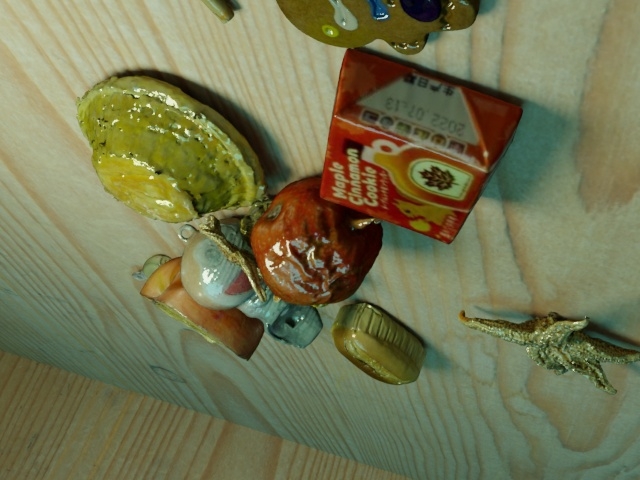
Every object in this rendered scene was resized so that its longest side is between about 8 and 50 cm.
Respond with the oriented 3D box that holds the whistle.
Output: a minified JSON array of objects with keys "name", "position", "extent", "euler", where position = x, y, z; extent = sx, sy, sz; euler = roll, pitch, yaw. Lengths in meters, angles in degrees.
[{"name":"whistle","position":[-0.127,0.083,1.447],"extent":[0.348,0.189,0.189],"euler":[40,149,-16]}]

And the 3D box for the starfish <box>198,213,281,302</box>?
[{"name":"starfish","position":[-0.135,0.020,1.286],"extent":[0.209,0.053,0.150],"euler":[47,178,36]}]

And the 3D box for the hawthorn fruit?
[{"name":"hawthorn fruit","position":[0.013,-0.010,1.180],"extent":[0.207,0.207,0.243],"euler":[34,147,-23]}]

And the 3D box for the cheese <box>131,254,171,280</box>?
[{"name":"cheese","position":[-0.398,0.078,1.828],"extent":[0.097,0.037,0.192],"euler":[39,148,-29]}]

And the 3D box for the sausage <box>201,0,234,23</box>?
[{"name":"sausage","position":[-0.153,-0.314,0.918],"extent":[0.024,0.024,0.132],"euler":[-6,143,43]}]

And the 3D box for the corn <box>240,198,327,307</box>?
[{"name":"corn","position":[-0.053,0.029,1.378],"extent":[0.260,0.091,0.091],"euler":[51,-178,-38]}]

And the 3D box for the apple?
[{"name":"apple","position":[-0.233,0.118,1.624],"extent":[0.251,0.163,0.293],"euler":[43,162,-34]}]

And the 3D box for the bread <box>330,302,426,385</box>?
[{"name":"bread","position":[0.122,0.231,1.655],"extent":[0.140,0.106,0.236],"euler":[-8,141,48]}]

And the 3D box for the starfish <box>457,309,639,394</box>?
[{"name":"starfish","position":[0.445,0.185,1.355],"extent":[0.293,0.084,0.301],"euler":[29,157,-24]}]

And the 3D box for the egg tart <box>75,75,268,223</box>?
[{"name":"egg tart","position":[-0.255,-0.124,1.236],"extent":[0.341,0.132,0.341],"euler":[19,154,9]}]

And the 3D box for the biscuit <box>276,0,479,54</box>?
[{"name":"biscuit","position":[0.054,-0.269,0.840],"extent":[0.236,0.039,0.180],"euler":[4,150,35]}]

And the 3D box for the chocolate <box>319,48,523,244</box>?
[{"name":"chocolate","position":[0.114,-0.112,1.011],"extent":[0.235,0.108,0.237],"euler":[21,155,4]}]
